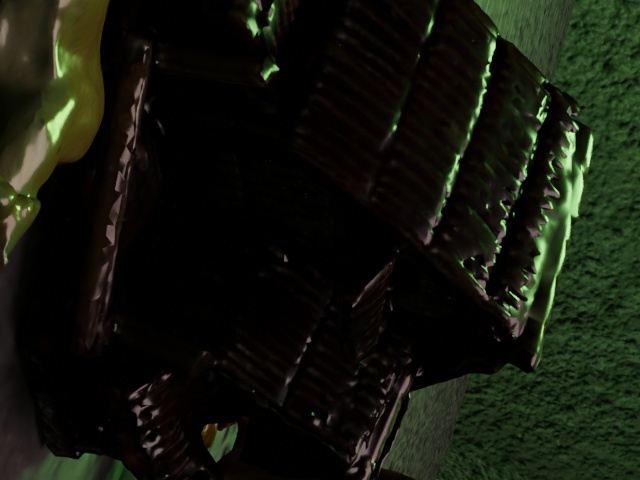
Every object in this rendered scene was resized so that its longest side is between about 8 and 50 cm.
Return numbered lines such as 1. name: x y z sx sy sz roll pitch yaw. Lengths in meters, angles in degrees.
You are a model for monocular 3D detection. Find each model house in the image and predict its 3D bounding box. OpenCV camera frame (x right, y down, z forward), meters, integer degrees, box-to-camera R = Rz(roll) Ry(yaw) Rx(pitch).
1. model house: 0.000 0.000 0.611 0.297 0.282 0.317 82 30 -60

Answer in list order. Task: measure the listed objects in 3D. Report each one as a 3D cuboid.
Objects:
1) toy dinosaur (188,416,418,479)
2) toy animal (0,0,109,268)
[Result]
1. toy dinosaur: -0.062 0.179 0.788 0.432 0.097 0.208 -41 -132 36
2. toy animal: -0.110 -0.123 0.455 0.157 0.097 0.312 0 109 -81
